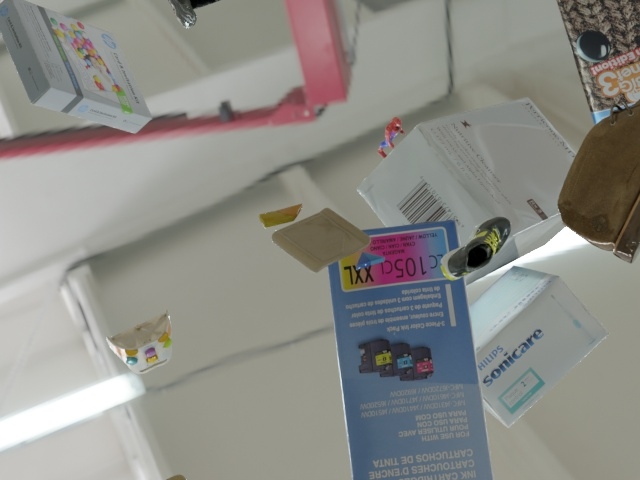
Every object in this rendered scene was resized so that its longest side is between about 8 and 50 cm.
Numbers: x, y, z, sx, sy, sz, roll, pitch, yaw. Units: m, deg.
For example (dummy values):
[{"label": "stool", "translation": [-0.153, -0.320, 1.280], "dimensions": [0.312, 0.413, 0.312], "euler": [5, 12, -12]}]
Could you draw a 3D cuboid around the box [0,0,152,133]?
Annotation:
[{"label": "box", "translation": [-0.303, -0.214, 1.530], "dimensions": [0.038, 0.186, 0.145], "euler": [-36, -115, 22]}]

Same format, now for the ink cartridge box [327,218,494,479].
[{"label": "ink cartridge box", "translation": [0.107, 0.204, 1.358], "dimensions": [0.151, 0.270, 0.396], "euler": [-9, -106, 4]}]

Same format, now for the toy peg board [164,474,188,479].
[{"label": "toy peg board", "translation": [-0.164, 0.277, 0.964], "dimensions": [0.160, 0.079, 0.161], "euler": [-24, -121, 1]}]

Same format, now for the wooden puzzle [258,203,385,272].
[{"label": "wooden puzzle", "translation": [0.000, 0.000, 1.179], "dimensions": [0.078, 0.014, 0.116], "euler": [-23, -135, -29]}]

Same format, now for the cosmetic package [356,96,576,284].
[{"label": "cosmetic package", "translation": [0.254, -0.077, 1.881], "dimensions": [0.217, 0.156, 0.385], "euler": [51, -146, 10]}]

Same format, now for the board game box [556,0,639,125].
[{"label": "board game box", "translation": [0.450, -0.332, 1.693], "dimensions": [0.232, 0.291, 0.141], "euler": [-13, -146, 21]}]

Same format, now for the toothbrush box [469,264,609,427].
[{"label": "toothbrush box", "translation": [0.309, 0.162, 2.004], "dimensions": [0.216, 0.126, 0.295], "euler": [-42, -176, -3]}]

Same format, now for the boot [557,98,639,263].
[{"label": "boot", "translation": [0.369, -0.135, 1.406], "dimensions": [0.115, 0.305, 0.112], "euler": [27, -177, 19]}]

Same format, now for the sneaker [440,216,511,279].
[{"label": "sneaker", "translation": [0.142, 0.007, 1.077], "dimensions": [0.083, 0.031, 0.035], "euler": [-41, -165, -28]}]

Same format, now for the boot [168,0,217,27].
[{"label": "boot", "translation": [-0.045, -0.215, 0.716], "dimensions": [0.198, 0.137, 0.077], "euler": [-34, -175, -28]}]

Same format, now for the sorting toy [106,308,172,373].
[{"label": "sorting toy", "translation": [-0.215, 0.137, 1.549], "dimensions": [0.083, 0.075, 0.045], "euler": [-25, -126, -13]}]

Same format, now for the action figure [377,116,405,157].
[{"label": "action figure", "translation": [0.118, -0.173, 2.041], "dimensions": [0.030, 0.115, 0.038], "euler": [37, -109, 10]}]
